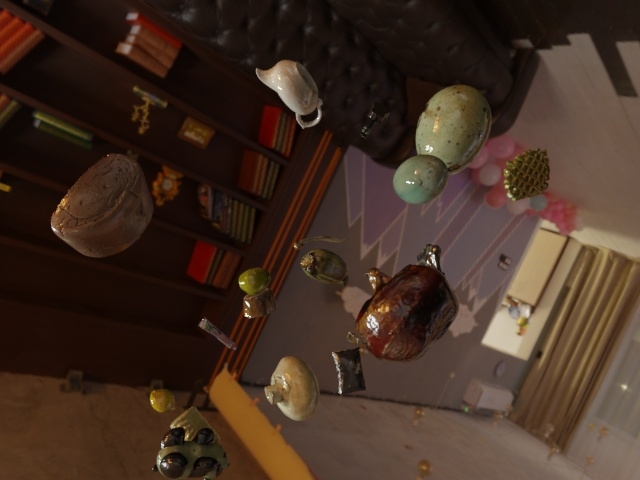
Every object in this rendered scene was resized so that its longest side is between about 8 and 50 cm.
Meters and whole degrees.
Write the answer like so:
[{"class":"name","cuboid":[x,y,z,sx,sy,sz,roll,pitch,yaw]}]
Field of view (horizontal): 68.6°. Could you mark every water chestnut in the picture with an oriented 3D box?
[{"class":"water chestnut","cuboid":[0.246,0.209,1.455,0.302,0.350,0.350,44,-172,19]}]

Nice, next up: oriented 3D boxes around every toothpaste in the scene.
[{"class":"toothpaste","cuboid":[-0.386,0.358,1.781,0.170,0.045,0.028,38,-167,1]}]

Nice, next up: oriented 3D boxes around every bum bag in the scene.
[{"class":"bum bag","cuboid":[0.496,0.184,2.038,0.095,0.341,0.144,-11,174,-34]}]

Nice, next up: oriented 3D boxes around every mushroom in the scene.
[{"class":"mushroom","cuboid":[-0.001,0.002,2.034,0.306,0.043,0.068,-9,-129,-44]},{"class":"mushroom","cuboid":[-0.117,0.575,1.821,0.202,0.246,0.246,-5,-163,-31]}]

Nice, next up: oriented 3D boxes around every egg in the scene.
[{"class":"egg","cuboid":[0.536,-0.444,1.906,0.287,0.380,0.287,13,176,1]},{"class":"egg","cuboid":[0.350,-0.213,1.642,0.169,0.169,0.236,24,167,-12]}]

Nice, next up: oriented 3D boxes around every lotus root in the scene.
[{"class":"lotus root","cuboid":[-0.231,0.232,1.739,0.112,0.081,0.122,-9,-167,38]},{"class":"lotus root","cuboid":[0.029,0.139,2.318,0.309,0.173,0.173,29,178,-43]}]

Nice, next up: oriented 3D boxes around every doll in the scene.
[{"class":"doll","cuboid":[-0.406,0.691,1.499,0.234,0.135,0.144,10,-148,-23]}]

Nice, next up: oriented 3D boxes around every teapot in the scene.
[{"class":"teapot","cuboid":[-0.091,-0.540,1.729,0.300,0.165,0.208,54,-170,-38]}]

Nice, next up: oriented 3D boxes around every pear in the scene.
[{"class":"pear","cuboid":[-0.201,0.126,1.449,0.096,0.092,0.092,-13,175,9]}]

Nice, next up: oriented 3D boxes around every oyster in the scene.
[{"class":"oyster","cuboid":[0.145,0.430,2.072,0.051,0.034,0.093,19,146,20]}]

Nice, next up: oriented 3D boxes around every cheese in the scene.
[{"class":"cheese","cuboid":[-0.445,0.687,1.670,0.167,0.094,0.123,50,-160,2]}]

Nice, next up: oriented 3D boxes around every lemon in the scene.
[{"class":"lemon","cuboid":[-0.473,0.484,1.413,0.092,0.065,0.065,38,-178,3]}]

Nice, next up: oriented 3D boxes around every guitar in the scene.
[{"class":"guitar","cuboid":[0.214,-0.486,1.890,0.083,0.038,0.271,29,-137,2]}]

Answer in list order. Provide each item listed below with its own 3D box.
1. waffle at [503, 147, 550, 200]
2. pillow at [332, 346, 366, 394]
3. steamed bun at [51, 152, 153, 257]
[{"class":"waffle","cuboid":[0.702,-0.223,1.593,0.183,0.169,0.036,-18,-158,-14]},{"class":"pillow","cuboid":[0.142,0.632,2.278,0.141,0.208,0.055,-11,163,2]},{"class":"steamed bun","cuboid":[-0.614,-0.085,1.390,0.199,0.301,0.251,31,156,-6]}]
